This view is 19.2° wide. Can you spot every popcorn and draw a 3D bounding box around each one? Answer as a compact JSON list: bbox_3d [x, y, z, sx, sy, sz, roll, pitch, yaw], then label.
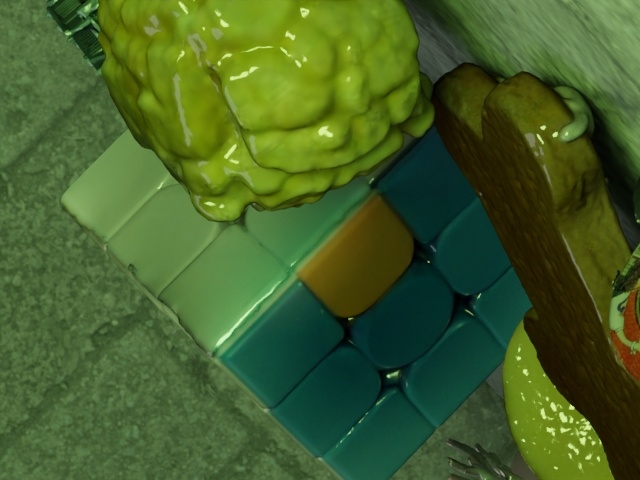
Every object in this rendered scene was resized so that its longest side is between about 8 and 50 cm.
[{"bbox_3d":[-0.030,-0.135,1.265,0.249,0.225,0.249,162,90,-74],"label":"popcorn"}]

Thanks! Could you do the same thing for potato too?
[{"bbox_3d":[0.252,0.129,1.487,0.203,0.178,0.158,18,-176,19],"label":"potato"}]

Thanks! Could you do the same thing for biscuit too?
[{"bbox_3d":[0.205,0.068,1.296,0.432,0.064,0.283,63,173,-14],"label":"biscuit"}]

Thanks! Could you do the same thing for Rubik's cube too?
[{"bbox_3d":[0.000,0.000,1.704,0.291,0.290,0.292,42,176,44],"label":"Rubik's cube"}]

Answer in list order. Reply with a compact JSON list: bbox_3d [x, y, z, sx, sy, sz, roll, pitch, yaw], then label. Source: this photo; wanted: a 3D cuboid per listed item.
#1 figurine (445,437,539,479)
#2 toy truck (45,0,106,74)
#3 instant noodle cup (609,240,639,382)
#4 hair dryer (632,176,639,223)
[{"bbox_3d":[0.288,0.256,2.177,0.284,0.206,0.316,34,172,-1],"label":"figurine"},{"bbox_3d":[-0.169,-0.242,1.710,0.133,0.184,0.338,47,176,-20],"label":"toy truck"},{"bbox_3d":[0.244,0.057,1.029,0.135,0.127,0.127,37,-178,-36],"label":"instant noodle cup"},{"bbox_3d":[0.245,0.053,0.886,0.219,0.075,0.195,61,163,-17],"label":"hair dryer"}]
